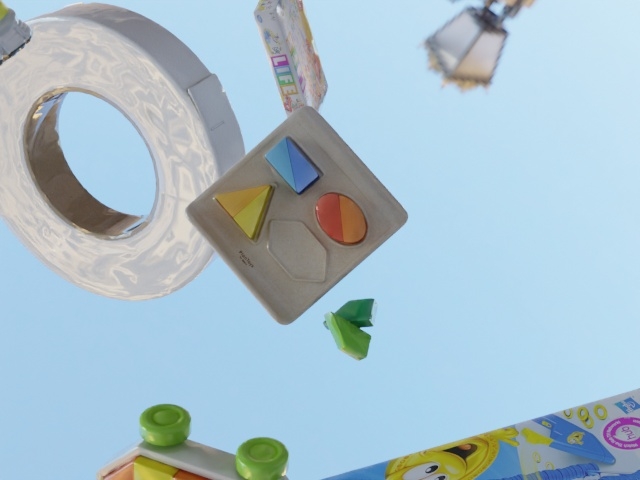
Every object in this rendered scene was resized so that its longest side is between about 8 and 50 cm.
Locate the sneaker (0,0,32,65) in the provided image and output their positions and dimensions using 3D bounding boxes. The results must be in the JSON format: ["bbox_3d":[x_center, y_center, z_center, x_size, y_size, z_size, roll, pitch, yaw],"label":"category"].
[{"bbox_3d":[-0.317,-0.135,0.822,0.208,0.081,0.094,-48,-64,-38],"label":"sneaker"}]

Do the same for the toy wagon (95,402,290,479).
[{"bbox_3d":[-0.085,0.328,1.190,0.344,0.267,0.068,15,-151,22],"label":"toy wagon"}]

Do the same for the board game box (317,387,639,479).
[{"bbox_3d":[0.156,0.260,0.786,0.302,0.086,0.308,-15,-152,-5],"label":"board game box"}]

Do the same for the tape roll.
[{"bbox_3d":[-0.272,-0.107,1.410,0.392,0.392,0.072,40,-143,5],"label":"tape roll"}]

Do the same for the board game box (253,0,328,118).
[{"bbox_3d":[-0.030,-0.208,1.238,0.026,0.154,0.103,-6,-144,17],"label":"board game box"}]

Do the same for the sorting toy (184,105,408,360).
[{"bbox_3d":[0.000,0.000,0.394,0.083,0.062,0.012,49,176,7],"label":"sorting toy"}]
